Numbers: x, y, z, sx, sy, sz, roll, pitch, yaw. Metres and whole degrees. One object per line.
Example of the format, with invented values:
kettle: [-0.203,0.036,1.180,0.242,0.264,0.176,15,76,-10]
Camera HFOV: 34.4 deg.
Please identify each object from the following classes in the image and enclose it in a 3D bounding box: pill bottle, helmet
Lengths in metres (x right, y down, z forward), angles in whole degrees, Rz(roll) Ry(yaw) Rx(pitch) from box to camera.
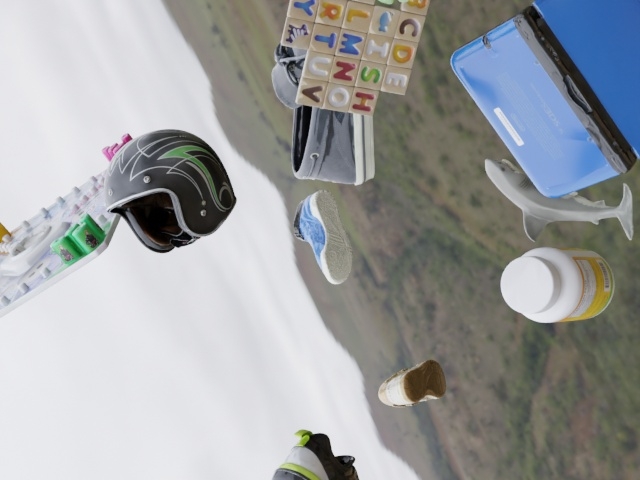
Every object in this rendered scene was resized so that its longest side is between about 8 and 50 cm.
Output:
pill bottle: [0.430,0.081,1.889,0.246,0.136,0.136,3,-123,-53]
helmet: [-0.214,-0.075,1.433,0.161,0.169,0.169,50,-173,-17]

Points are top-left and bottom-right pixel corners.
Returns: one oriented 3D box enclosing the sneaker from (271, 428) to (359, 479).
sneaker: [0.030,0.301,1.206,0.234,0.084,0.097,56,-131,-40]

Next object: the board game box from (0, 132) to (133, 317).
board game box: [-0.477,0.002,1.695,0.050,0.390,0.390,53,-163,-22]

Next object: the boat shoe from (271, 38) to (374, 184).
boat shoe: [-0.004,-0.287,1.696,0.186,0.156,0.500,-100,2,-45]

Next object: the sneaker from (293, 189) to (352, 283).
sneaker: [0.001,0.000,1.674,0.085,0.058,0.152,-20,84,59]

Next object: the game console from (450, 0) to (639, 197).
game console: [0.396,-0.250,1.600,0.293,0.173,0.250,53,143,-11]

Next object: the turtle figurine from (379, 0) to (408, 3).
turtle figurine: [0.064,-0.374,1.100,0.275,0.198,0.266,-20,52,67]

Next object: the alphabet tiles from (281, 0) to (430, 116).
alphabet tiles: [0.047,-0.295,1.446,0.009,0.198,0.237,-120,41,-62]

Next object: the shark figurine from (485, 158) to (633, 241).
shark figurine: [0.418,-0.047,1.813,0.278,0.116,0.166,19,165,22]

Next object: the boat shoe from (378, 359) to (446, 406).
boat shoe: [0.139,0.218,1.568,0.170,0.059,0.063,6,-110,-61]
